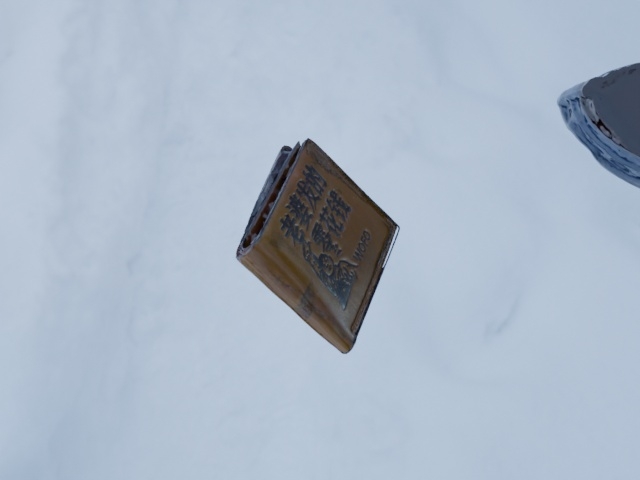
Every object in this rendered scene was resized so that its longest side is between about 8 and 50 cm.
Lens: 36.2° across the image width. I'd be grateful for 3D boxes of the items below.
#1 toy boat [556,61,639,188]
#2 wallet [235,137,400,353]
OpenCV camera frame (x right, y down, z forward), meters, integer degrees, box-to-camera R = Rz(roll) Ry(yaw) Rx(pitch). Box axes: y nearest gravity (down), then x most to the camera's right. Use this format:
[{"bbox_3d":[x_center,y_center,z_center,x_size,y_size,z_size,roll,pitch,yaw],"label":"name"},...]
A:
[{"bbox_3d":[0.369,-0.089,0.917,0.309,0.129,0.142,21,-2,20],"label":"toy boat"},{"bbox_3d":[0.001,-0.002,1.023,0.161,0.042,0.195,42,42,-18],"label":"wallet"}]
